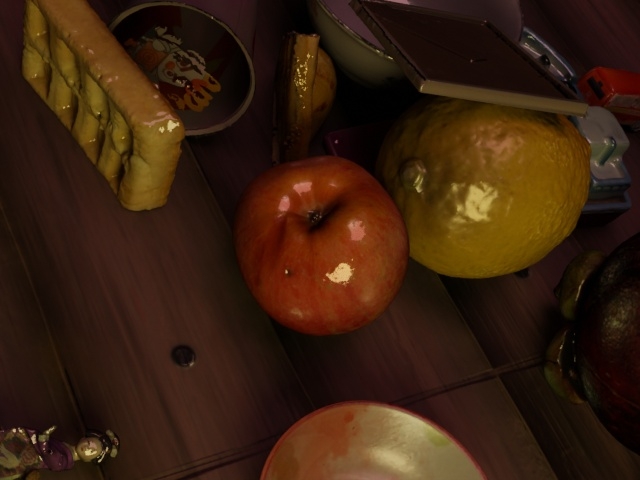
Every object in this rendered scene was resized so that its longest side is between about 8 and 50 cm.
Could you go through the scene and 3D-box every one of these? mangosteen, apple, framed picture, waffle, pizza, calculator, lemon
[{"bbox_3d":[0.417,0.106,1.164,0.300,0.300,0.300,12,51,-15],"label":"mangosteen"},{"bbox_3d":[0.000,0.000,1.130,0.209,0.164,0.209,-6,59,10],"label":"apple"},{"bbox_3d":[0.170,-0.232,1.216,0.211,0.020,0.289,6,30,-20],"label":"framed picture"},{"bbox_3d":[-0.263,-0.174,1.166,0.057,0.168,0.274,-29,72,-31],"label":"waffle"},{"bbox_3d":[-0.014,-0.206,1.284,0.080,0.204,0.188,4,47,-8],"label":"pizza"},{"bbox_3d":[0.105,-0.115,1.371,0.190,0.034,0.127,-14,63,-30],"label":"calculator"},{"bbox_3d":[0.205,-0.075,1.240,0.320,0.245,0.245,-3,54,-47],"label":"lemon"}]

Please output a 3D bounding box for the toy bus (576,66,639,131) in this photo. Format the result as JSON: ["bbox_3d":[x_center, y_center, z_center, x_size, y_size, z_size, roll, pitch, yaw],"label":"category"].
[{"bbox_3d":[0.475,-0.226,1.576,0.174,0.077,0.079,0,53,-39],"label":"toy bus"}]

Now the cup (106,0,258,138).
[{"bbox_3d":[-0.160,-0.297,1.307,0.203,0.203,0.288,18,44,-10],"label":"cup"}]

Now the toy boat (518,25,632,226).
[{"bbox_3d":[0.351,-0.183,1.465,0.145,0.133,0.332,-4,56,-25],"label":"toy boat"}]

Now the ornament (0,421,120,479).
[{"bbox_3d":[-0.282,0.200,0.925,0.203,0.081,0.088,-10,60,-30],"label":"ornament"}]

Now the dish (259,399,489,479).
[{"bbox_3d":[0.052,0.295,0.999,0.260,0.085,0.260,11,51,-14],"label":"dish"}]

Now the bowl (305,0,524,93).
[{"bbox_3d":[0.105,-0.318,1.443,0.345,0.157,0.345,12,51,-16],"label":"bowl"}]
